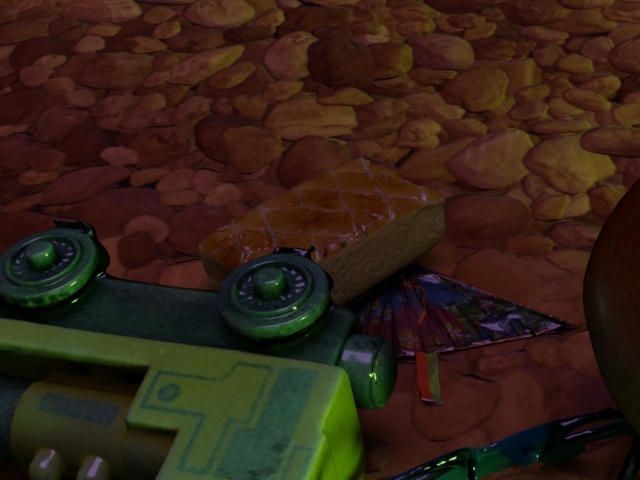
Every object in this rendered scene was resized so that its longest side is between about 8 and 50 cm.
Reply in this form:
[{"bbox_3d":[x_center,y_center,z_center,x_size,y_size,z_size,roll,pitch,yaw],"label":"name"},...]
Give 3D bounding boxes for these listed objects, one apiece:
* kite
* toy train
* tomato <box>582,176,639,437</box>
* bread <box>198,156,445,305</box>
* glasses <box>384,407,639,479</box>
[{"bbox_3d":[0.091,0.068,1.183,0.241,0.014,0.183,-6,38,1],"label":"kite"},{"bbox_3d":[-0.135,0.117,1.066,0.369,0.150,0.237,6,46,21],"label":"toy train"},{"bbox_3d":[0.329,0.063,0.923,0.303,0.303,0.239,3,63,15],"label":"tomato"},{"bbox_3d":[0.001,-0.001,1.234,0.188,0.068,0.125,-30,34,-25],"label":"bread"},{"bbox_3d":[0.145,0.191,0.929,0.239,0.102,0.207,-14,39,-21],"label":"glasses"}]
